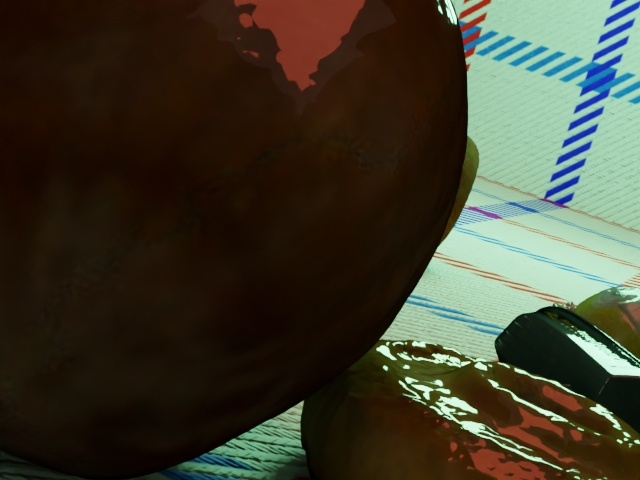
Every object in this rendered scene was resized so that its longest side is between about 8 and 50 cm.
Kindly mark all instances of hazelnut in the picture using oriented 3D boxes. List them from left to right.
[{"bbox_3d":[-0.090,-0.045,0.695,0.366,0.365,0.366,17,10,-3],"label":"hazelnut"}]

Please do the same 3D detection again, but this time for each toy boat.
[{"bbox_3d":[0.200,0.109,1.004,0.103,0.093,0.246,7,12,-14],"label":"toy boat"}]

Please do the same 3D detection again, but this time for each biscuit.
[{"bbox_3d":[0.098,0.125,0.748,0.213,0.091,0.274,15,12,-26],"label":"biscuit"}]

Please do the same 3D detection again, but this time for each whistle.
[{"bbox_3d":[0.300,0.114,1.130,0.223,0.123,0.123,33,10,2],"label":"whistle"}]

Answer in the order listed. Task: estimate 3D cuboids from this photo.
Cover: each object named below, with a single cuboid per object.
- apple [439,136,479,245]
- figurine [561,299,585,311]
[{"bbox_3d":[0.088,-0.081,1.594,0.207,0.188,0.174,30,11,40],"label":"apple"},{"bbox_3d":[0.307,0.104,1.366,0.072,0.054,0.129,-3,24,-22],"label":"figurine"}]
